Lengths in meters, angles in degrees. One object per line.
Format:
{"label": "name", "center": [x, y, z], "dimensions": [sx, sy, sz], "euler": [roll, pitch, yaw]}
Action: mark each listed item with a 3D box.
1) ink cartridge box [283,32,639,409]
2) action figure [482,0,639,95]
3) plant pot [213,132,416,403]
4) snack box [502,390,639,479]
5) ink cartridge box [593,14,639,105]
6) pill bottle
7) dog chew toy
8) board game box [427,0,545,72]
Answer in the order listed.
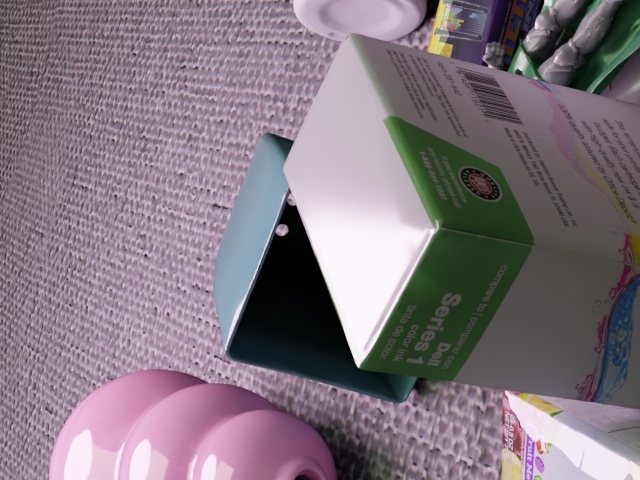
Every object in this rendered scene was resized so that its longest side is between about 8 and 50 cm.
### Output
{"label": "ink cartridge box", "center": [0.141, -0.005, 1.058], "dimensions": [0.117, 0.278, 0.201], "euler": [-63, 29, 31]}
{"label": "action figure", "center": [0.151, -0.107, 1.194], "dimensions": [0.232, 0.063, 0.137], "euler": [-62, 32, 36]}
{"label": "plant pot", "center": [0.000, 0.000, 1.463], "dimensions": [0.234, 0.165, 0.166], "euler": [-120, 49, -65]}
{"label": "snack box", "center": [0.190, 0.197, 1.048], "dimensions": [0.207, 0.070, 0.174], "euler": [-156, 62, -62]}
{"label": "ink cartridge box", "center": [0.243, -0.146, 1.163], "dimensions": [0.181, 0.061, 0.104], "euler": [-32, 50, 54]}
{"label": "pill bottle", "center": [0.041, -0.306, 1.560], "dimensions": [0.124, 0.124, 0.221], "euler": [-30, 51, 55]}
{"label": "dog chew toy", "center": [-0.107, 0.219, 1.535], "dimensions": [0.332, 0.206, 0.207], "euler": [-7, 71, 53]}
{"label": "board game box", "center": [0.139, -0.188, 1.304], "dimensions": [0.048, 0.141, 0.170], "euler": [15, 92, 21]}
